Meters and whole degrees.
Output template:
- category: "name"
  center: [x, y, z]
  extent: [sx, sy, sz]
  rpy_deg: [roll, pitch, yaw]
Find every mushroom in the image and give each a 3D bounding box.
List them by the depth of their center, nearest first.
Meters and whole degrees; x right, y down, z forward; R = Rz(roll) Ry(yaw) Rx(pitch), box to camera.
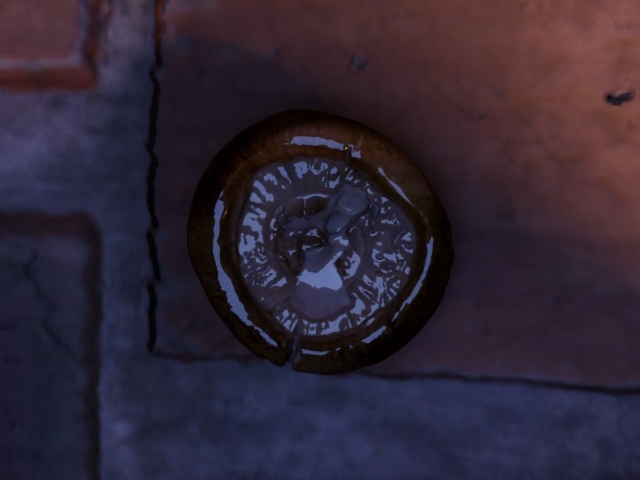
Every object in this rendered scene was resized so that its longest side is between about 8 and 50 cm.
- category: "mushroom"
  center: [0.000, 0.000, 0.861]
  extent: [0.123, 0.052, 0.123]
  rpy_deg: [1, 104, 6]
